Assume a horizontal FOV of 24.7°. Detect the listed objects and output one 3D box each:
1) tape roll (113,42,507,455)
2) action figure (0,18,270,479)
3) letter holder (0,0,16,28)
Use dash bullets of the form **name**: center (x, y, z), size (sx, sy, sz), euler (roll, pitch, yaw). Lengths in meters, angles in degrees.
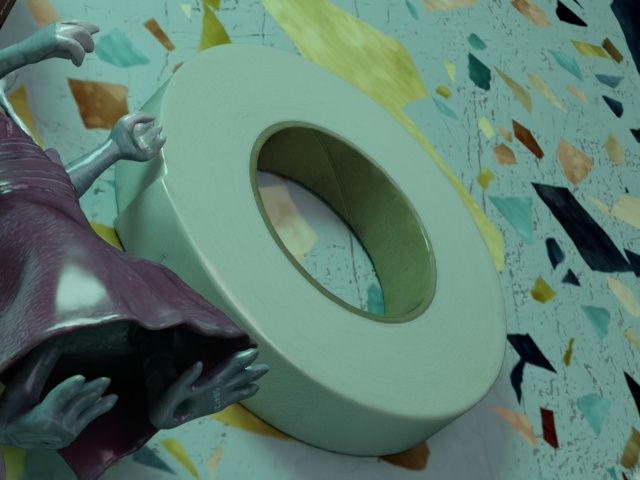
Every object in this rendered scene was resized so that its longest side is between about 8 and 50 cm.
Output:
- **tape roll**: center (0.000, 0.000, 1.265), size (0.392, 0.072, 0.392), euler (30, 39, -27)
- **action figure**: center (-0.210, -0.001, 0.988), size (0.370, 0.276, 0.248), euler (47, -3, 28)
- **letter holder**: center (-0.362, -0.273, 1.080), size (0.302, 0.214, 0.152), euler (26, 9, -30)
